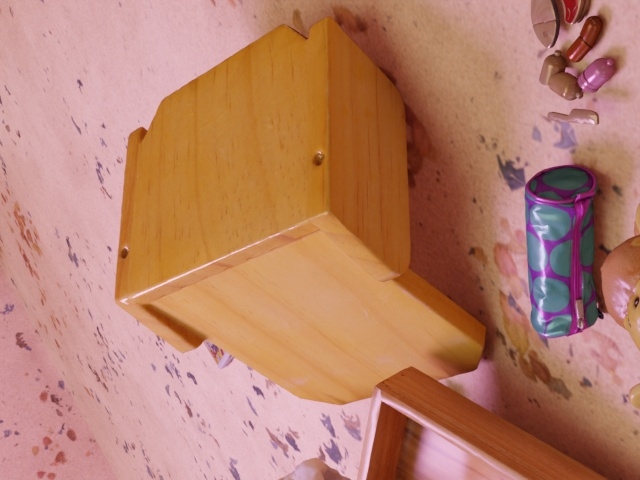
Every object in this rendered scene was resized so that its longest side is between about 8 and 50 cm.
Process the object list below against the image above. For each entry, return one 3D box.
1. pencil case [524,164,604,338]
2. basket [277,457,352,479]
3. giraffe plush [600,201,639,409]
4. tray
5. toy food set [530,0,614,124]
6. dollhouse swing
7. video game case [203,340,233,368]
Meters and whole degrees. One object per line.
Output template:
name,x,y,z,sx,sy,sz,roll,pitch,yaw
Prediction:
pencil case,0.216,0.012,0.940,0.070,0.065,0.151,-129,25,-57
basket,0.000,0.500,1.287,0.331,0.266,0.328,41,-152,-43
giraffe plush,0.272,0.035,0.741,0.210,0.171,0.181,19,129,54
tray,0.216,0.311,1.064,0.411,0.076,0.202,28,123,35
toy food set,0.207,-0.158,0.863,0.078,0.019,0.122,17,119,55
dollhouse swing,-0.005,-0.011,1.206,0.347,0.305,0.315,-23,57,42
video game case,-0.197,0.085,1.782,0.227,0.026,0.206,56,152,13
